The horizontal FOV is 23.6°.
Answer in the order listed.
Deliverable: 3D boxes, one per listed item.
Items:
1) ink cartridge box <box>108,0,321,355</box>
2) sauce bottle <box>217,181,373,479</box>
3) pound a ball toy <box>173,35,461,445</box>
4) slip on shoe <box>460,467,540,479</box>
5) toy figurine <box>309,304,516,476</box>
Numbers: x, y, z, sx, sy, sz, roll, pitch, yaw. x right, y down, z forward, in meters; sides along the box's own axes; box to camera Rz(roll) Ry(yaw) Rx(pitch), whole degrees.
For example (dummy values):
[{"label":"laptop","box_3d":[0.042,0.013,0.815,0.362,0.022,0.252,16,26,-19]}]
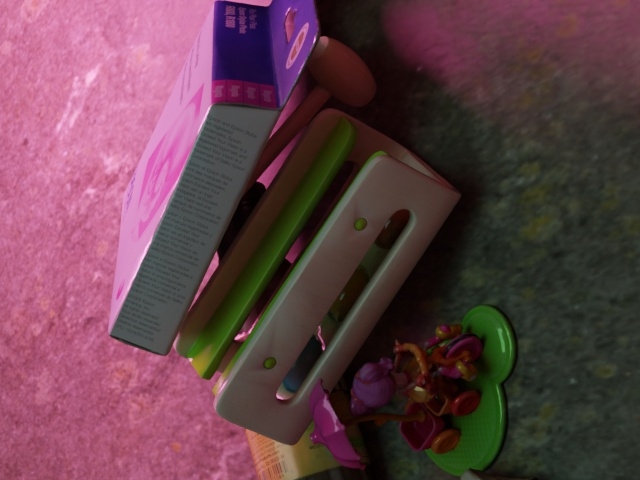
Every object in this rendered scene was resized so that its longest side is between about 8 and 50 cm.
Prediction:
[{"label":"ink cartridge box","box_3d":[-0.105,-0.107,1.437,0.324,0.071,0.330,-99,32,-66]},{"label":"sauce bottle","box_3d":[-0.042,0.107,1.512,0.111,0.111,0.344,-37,66,50]},{"label":"pound a ball toy","box_3d":[0.000,0.000,1.399,0.319,0.136,0.208,-57,34,9]},{"label":"slip on shoe","box_3d":[0.172,0.218,1.290,0.041,0.051,0.135,-55,31,-7]},{"label":"toy figurine","box_3d":[0.068,0.136,1.321,0.130,0.159,0.173,53,133,36]}]
